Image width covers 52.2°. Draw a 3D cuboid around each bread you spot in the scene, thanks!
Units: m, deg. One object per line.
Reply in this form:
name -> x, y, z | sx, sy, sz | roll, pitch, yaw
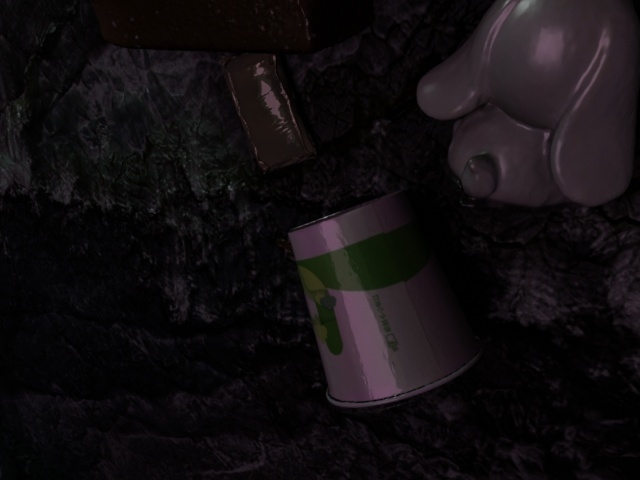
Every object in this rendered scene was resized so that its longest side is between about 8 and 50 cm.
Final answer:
bread -> -0.140, -0.345, 0.960 | 0.417, 0.165, 0.113 | 12, 122, 33

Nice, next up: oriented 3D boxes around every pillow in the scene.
pillow -> -0.087, -0.216, 1.064 | 0.119, 0.053, 0.208 | -9, 108, 37

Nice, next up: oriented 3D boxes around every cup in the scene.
cup -> 0.086, 0.078, 0.976 | 0.253, 0.253, 0.274 | -15, 96, 43

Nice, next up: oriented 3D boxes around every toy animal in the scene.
toy animal -> 0.234, -0.162, 0.754 | 0.249, 0.174, 0.289 | 10, 121, 34

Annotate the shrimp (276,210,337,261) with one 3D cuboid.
shrimp -> -0.001, 0.001, 1.131 | 0.178, 0.034, 0.124 | 25, 124, 24
